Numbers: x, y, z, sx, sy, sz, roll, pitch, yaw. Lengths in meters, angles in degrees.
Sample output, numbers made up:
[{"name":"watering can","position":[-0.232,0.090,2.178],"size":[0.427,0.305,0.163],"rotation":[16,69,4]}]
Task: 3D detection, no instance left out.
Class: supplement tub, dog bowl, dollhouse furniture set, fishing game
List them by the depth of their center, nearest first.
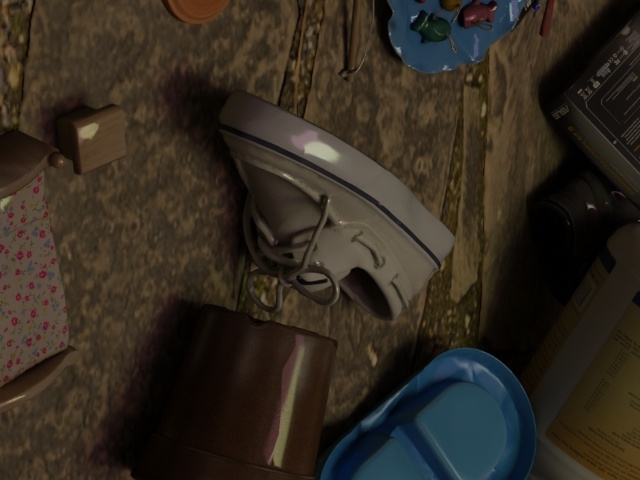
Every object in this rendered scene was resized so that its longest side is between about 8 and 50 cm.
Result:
[{"name":"dollhouse furniture set","position":[-0.230,0.109,1.198],"size":[0.355,0.174,0.303],"rotation":[-30,129,-38]},{"name":"fishing game","position":[0.139,-0.240,1.531],"size":[0.264,0.041,0.189],"rotation":[-12,126,-34]},{"name":"dog bowl","position":[0.096,0.235,1.673],"size":[0.297,0.074,0.166],"rotation":[-38,98,-32]},{"name":"supplement tub","position":[0.343,0.165,1.779],"size":[0.228,0.228,0.316],"rotation":[7,119,-51]}]

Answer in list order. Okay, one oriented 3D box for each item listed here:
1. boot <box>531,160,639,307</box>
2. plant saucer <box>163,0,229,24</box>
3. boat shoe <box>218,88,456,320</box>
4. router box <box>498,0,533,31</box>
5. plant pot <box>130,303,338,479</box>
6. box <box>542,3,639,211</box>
[{"name":"boot","position":[0.359,0.012,1.919],"size":[0.223,0.118,0.338],"rotation":[-46,129,-18]},{"name":"plant saucer","position":[-0.096,-0.217,1.328],"size":[0.083,0.013,0.083],"rotation":[-26,126,-41]},{"name":"boat shoe","position":[-0.006,-0.003,1.459],"size":[0.156,0.136,0.367],"rotation":[-61,151,-5]},{"name":"router box","position":[0.185,-0.282,1.609],"size":[0.092,0.038,0.122],"rotation":[-51,139,-18]},{"name":"plant pot","position":[-0.066,0.149,1.434],"size":[0.167,0.167,0.165],"rotation":[20,84,-52]},{"name":"box","position":[0.383,-0.161,1.796],"size":[0.183,0.056,0.231],"rotation":[45,68,-4]}]
